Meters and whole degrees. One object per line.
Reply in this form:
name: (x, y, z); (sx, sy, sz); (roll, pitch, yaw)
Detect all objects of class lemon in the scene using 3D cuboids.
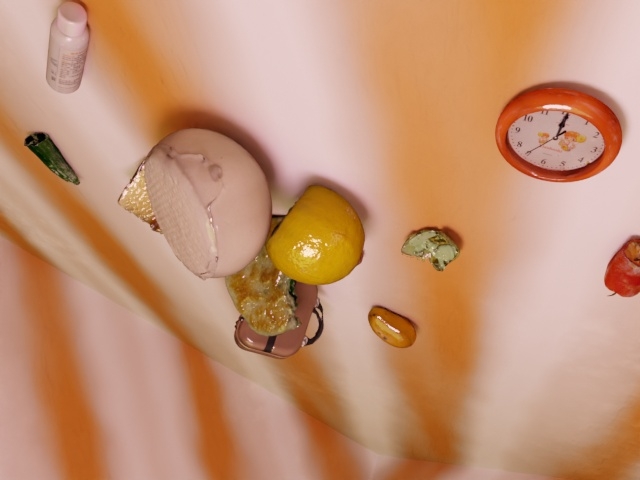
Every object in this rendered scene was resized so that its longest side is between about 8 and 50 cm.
lemon: (0.000, 0.000, 1.371); (0.219, 0.240, 0.240); (36, 151, -3)

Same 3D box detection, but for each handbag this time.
handbag: (-0.114, 0.240, 1.814); (0.283, 0.302, 0.149); (25, 156, -14)

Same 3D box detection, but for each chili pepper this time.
chili pepper: (-0.842, -0.250, 1.788); (0.088, 0.059, 0.227); (6, 149, 22)
chili pepper: (0.647, 0.074, 1.177); (0.086, 0.084, 0.192); (49, 159, 27)

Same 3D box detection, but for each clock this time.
clock: (0.407, -0.178, 0.963); (0.205, 0.051, 0.205); (20, 151, 11)

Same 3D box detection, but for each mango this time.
mango: (0.233, 0.290, 1.844); (0.178, 0.090, 0.115); (27, 142, 2)

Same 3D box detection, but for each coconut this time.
coconut: (0.281, 0.020, 1.388); (0.158, 0.055, 0.133); (-1, 144, 41)

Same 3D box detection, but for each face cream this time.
face cream: (-0.567, -0.431, 1.251); (0.082, 0.082, 0.269); (33, 149, -15)

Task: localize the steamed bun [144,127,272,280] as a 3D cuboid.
steamed bun: (-0.258, -0.100, 1.364); (0.374, 0.241, 0.374); (33, 136, 38)

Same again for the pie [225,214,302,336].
pie: (-0.156, 0.099, 1.629); (0.296, 0.078, 0.371); (22, 109, 23)

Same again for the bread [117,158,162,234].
bread: (-0.442, -0.117, 1.649); (0.266, 0.142, 0.178); (34, 109, -15)

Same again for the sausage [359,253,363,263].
sausage: (0.083, 0.053, 1.591); (0.054, 0.059, 0.094); (23, 150, -25)
